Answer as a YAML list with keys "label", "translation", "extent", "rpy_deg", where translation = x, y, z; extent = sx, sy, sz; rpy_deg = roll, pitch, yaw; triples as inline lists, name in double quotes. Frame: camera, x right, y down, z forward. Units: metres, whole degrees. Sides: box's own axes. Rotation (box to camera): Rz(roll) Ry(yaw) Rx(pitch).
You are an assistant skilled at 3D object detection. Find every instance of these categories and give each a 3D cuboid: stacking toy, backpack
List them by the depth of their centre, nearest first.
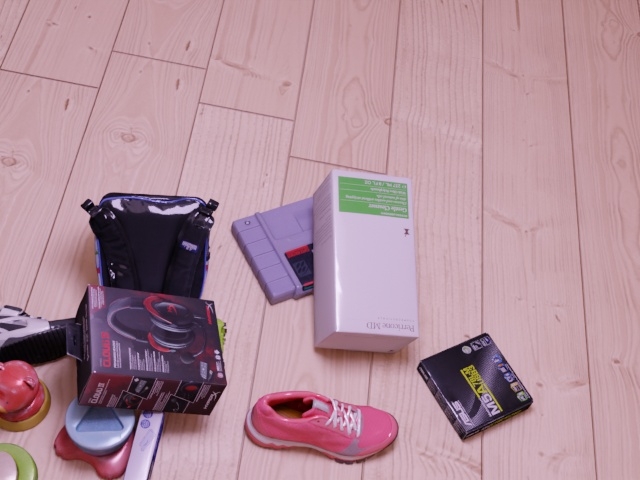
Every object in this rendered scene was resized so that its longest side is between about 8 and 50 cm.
- label: "stacking toy"
  translation: [-0.515, 0.375, 1.786]
  extent: [0.309, 0.130, 0.280]
  rpy_deg: [16, 53, 1]
- label: "backpack"
  translation: [-0.355, 0.034, 1.995]
  extent: [0.276, 0.213, 0.263]
  rpy_deg: [2, 94, -6]

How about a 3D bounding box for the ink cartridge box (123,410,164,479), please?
- label: "ink cartridge box"
  translation: [-0.341, 0.429, 1.803]
  extent: [0.046, 0.097, 0.207]
  rpy_deg: [11, 53, -4]

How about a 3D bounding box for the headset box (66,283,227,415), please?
- label: "headset box"
  translation: [-0.346, 0.211, 1.836]
  extent: [0.293, 0.110, 0.218]
  rpy_deg: [10, 42, -24]

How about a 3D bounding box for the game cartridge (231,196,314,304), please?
- label: "game cartridge"
  translation: [0.000, 0.000, 2.202]
  extent: [0.355, 0.068, 0.230]
  rpy_deg: [-19, 57, -23]

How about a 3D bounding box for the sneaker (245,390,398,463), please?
- label: "sneaker"
  translation: [0.010, 0.364, 1.897]
  extent: [0.313, 0.136, 0.116]
  rpy_deg: [6, 55, -8]

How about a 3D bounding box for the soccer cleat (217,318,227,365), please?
- label: "soccer cleat"
  translation: [-0.237, 0.240, 1.988]
  extent: [0.072, 0.060, 0.179]
  rpy_deg: [0, 48, 0]

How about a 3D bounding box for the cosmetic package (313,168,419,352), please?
- label: "cosmetic package"
  translation: [0.094, 0.049, 2.068]
  extent: [0.197, 0.155, 0.366]
  rpy_deg: [4, 68, -18]

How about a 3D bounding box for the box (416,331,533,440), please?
- label: "box"
  translation: [0.334, 0.312, 2.057]
  extent: [0.184, 0.045, 0.191]
  rpy_deg: [-17, 60, -25]

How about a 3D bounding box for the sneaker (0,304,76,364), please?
- label: "sneaker"
  translation: [-0.629, 0.177, 1.906]
  extent: [0.330, 0.122, 0.146]
  rpy_deg: [-11, 56, -16]
